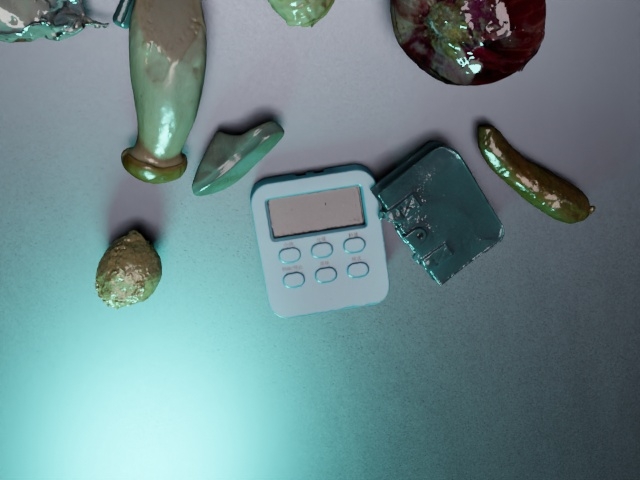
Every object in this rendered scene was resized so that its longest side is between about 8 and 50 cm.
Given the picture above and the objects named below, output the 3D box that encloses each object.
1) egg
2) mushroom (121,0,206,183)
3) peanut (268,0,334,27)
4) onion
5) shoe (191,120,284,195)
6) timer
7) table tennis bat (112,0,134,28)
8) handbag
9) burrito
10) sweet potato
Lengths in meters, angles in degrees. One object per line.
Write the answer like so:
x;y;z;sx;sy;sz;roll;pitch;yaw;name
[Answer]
-0.343;0.056;1.437;0.118;0.116;0.140;42;105;7;egg
-0.249;-0.251;1.288;0.128;0.128;0.350;9;120;-9;mushroom
-0.012;-0.477;1.185;0.149;0.149;0.313;14;113;-11;peanut
0.234;-0.357;1.230;0.252;0.219;0.252;18;120;34;onion
-0.151;-0.154;1.381;0.195;0.079;0.078;-34;79;21;shoe
0.000;0.000;1.452;0.231;0.091;0.250;-10;113;1;timer
-0.280;-0.425;1.246;0.124;0.033;0.201;20;111;-12;table tennis bat
0.207;-0.046;1.432;0.179;0.062;0.229;-38;115;-4;handbag
-0.540;-0.391;1.204;0.445;0.101;0.139;22;97;-15;burrito
0.373;-0.112;1.434;0.273;0.075;0.075;33;110;-15;sweet potato
